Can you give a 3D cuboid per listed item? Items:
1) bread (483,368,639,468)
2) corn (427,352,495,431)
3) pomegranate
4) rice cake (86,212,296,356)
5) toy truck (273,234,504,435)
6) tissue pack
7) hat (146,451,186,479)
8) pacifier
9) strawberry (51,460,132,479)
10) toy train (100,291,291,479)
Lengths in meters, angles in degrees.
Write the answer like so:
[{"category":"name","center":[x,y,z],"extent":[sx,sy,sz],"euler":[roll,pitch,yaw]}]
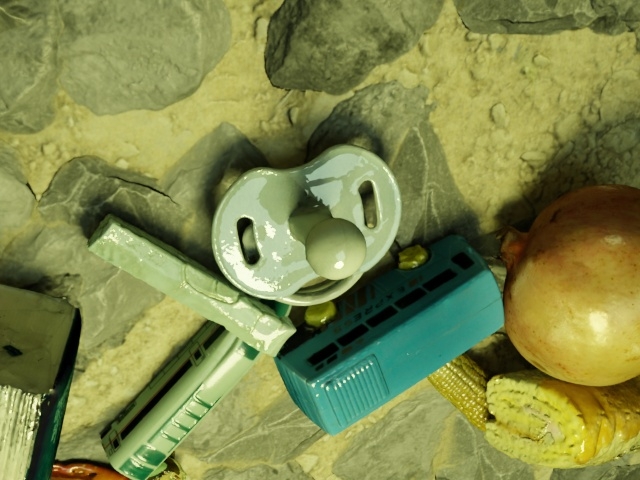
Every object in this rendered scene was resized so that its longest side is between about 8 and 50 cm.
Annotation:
[{"category":"bread","center":[0.500,0.306,1.776],"extent":[0.375,0.237,0.165],"euler":[-3,95,-40]},{"category":"corn","center":[0.280,0.275,1.805],"extent":[0.097,0.097,0.320],"euler":[-43,125,5]},{"category":"pomegranate","center":[0.433,0.066,1.618],"extent":[0.338,0.338,0.338],"euler":[-11,122,-17]},{"category":"rice cake","center":[-0.185,0.069,1.455],"extent":[0.336,0.063,0.066],"euler":[32,102,-20]},{"category":"toy truck","center":[0.118,0.147,1.598],"extent":[0.385,0.162,0.161],"euler":[-30,125,-15]},{"category":"tissue pack","center":[-0.490,0.285,1.351],"extent":[0.253,0.264,0.416],"euler":[15,113,-12]},{"category":"hat","center":[-0.271,0.392,1.655],"extent":[0.077,0.059,0.076],"euler":[-39,142,8]},{"category":"pacifier","center":[0.000,0.000,1.428],"extent":[0.300,0.233,0.244],"euler":[-18,110,-12]},{"category":"strawberry","center":[-0.377,0.427,1.585],"extent":[0.192,0.140,0.085],"euler":[5,125,-30]},{"category":"toy train","center":[-0.181,0.211,1.569],"extent":[0.407,0.088,0.086],"euler":[-47,124,7]}]
